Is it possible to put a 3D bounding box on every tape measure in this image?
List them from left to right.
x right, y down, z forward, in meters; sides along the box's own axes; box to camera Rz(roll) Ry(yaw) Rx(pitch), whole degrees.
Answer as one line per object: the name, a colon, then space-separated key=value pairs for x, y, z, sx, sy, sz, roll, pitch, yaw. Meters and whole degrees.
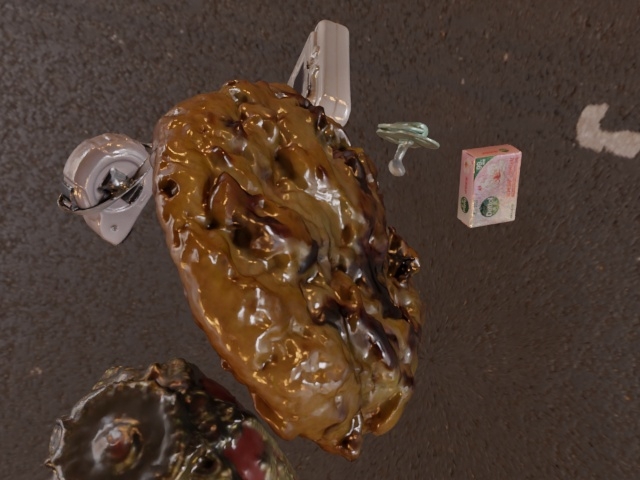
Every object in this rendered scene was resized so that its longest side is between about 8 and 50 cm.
tape measure: x=-0.447 y=-0.127 z=1.523 sx=0.120 sy=0.197 sz=0.236 roll=33 pitch=89 yaw=40

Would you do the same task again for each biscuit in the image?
biscuit: x=0.002 y=0.004 z=0.555 sx=0.081 sy=0.334 sz=0.289 roll=-26 pitch=101 yaw=23

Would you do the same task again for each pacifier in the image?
pacifier: x=0.170 y=-0.193 z=1.496 sx=0.150 sy=0.126 sz=0.117 roll=18 pitch=88 yaw=49

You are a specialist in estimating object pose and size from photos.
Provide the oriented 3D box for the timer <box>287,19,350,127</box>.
timer: x=-0.014 y=-0.244 z=1.222 sx=0.078 sy=0.178 sz=0.254 roll=15 pitch=46 yaw=-15

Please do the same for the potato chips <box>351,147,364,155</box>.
potato chips: x=-0.036 y=-0.091 z=0.756 sx=0.203 sy=0.026 sz=0.037 roll=2 pitch=70 yaw=-28

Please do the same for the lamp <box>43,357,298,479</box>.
lamp: x=-0.107 y=0.208 z=0.581 sx=0.176 sy=0.274 sz=0.177 roll=-5 pitch=55 yaw=8

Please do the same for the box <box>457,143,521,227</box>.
box: x=0.277 y=-0.090 z=1.177 sx=0.089 sy=0.043 sz=0.125 roll=-11 pitch=117 yaw=-16
